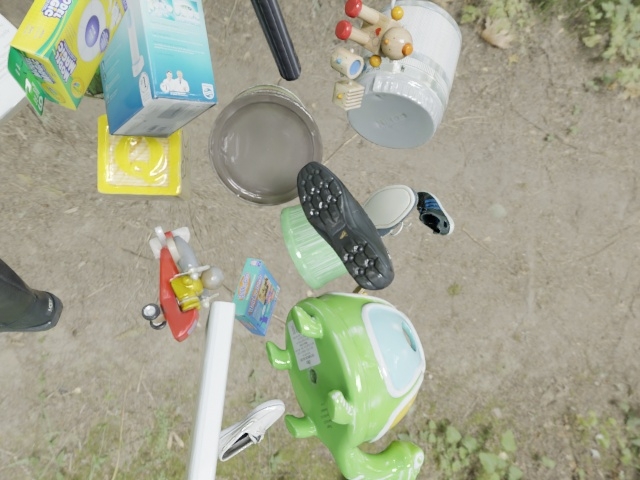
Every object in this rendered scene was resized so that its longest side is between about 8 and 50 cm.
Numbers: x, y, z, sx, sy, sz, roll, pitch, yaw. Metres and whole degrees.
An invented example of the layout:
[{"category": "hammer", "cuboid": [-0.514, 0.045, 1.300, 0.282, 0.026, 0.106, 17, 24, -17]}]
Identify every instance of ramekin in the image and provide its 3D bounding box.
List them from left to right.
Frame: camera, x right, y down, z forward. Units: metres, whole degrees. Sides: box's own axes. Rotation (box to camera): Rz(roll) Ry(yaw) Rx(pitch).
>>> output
[{"category": "ramekin", "cuboid": [0.000, 0.000, 1.663, 0.148, 0.303, 0.304, -23, 104, 14]}]

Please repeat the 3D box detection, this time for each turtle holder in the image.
[{"category": "turtle holder", "cuboid": [0.071, 0.233, 0.835, 0.227, 0.320, 0.244, -9, 133, -30]}]

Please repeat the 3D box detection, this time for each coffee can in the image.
[{"category": "coffee can", "cuboid": [-0.109, -0.204, 0.991, 0.201, 0.275, 0.202, -2, 111, -5]}]

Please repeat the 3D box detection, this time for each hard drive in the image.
[{"category": "hard drive", "cuboid": [-0.210, 0.310, 0.911, 0.047, 0.233, 0.353, 9, 69, -13]}]

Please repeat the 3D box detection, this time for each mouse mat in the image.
[{"category": "mouse mat", "cuboid": [-0.498, -0.381, 1.033, 0.007, 0.190, 0.153, -27, 112, 0]}]

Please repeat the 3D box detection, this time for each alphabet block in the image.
[{"category": "alphabet block", "cuboid": [-0.436, -0.200, 1.241, 0.193, 0.197, 0.193, -1, 89, -8]}]

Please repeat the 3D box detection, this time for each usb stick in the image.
[{"category": "usb stick", "cuboid": [-0.088, -0.389, 0.832, 0.045, 0.278, 0.077, -20, 61, 5]}]

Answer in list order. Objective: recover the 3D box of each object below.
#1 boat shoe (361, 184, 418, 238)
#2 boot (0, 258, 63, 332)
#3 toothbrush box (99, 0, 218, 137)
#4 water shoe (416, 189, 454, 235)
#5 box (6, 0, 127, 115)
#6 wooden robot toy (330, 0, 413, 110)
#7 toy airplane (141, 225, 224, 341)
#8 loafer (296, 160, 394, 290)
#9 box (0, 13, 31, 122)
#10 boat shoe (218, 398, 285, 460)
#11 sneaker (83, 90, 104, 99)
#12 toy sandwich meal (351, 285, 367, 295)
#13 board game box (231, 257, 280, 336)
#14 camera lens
[{"category": "boat shoe", "cuboid": [0.144, -0.051, 1.143, 0.079, 0.254, 0.095, -2, 63, -36]}, {"category": "boot", "cuboid": [-0.853, 0.115, 1.104, 0.366, 0.445, 0.146, -7, 71, -7]}, {"category": "toothbrush box", "cuboid": [-0.318, -0.366, 0.915, 0.126, 0.216, 0.296, -9, 87, -43]}, {"category": "water shoe", "cuboid": [0.351, -0.096, 1.594, 0.080, 0.203, 0.073, -3, 131, -33]}, {"category": "box", "cuboid": [-0.271, -0.227, 0.535, 0.043, 0.105, 0.179, 21, 73, -6]}, {"category": "wooden robot toy", "cuboid": [0.066, -0.226, 0.564, 0.076, 0.079, 0.173, -8, 132, -48]}, {"category": "toy airplane", "cuboid": [-0.487, 0.122, 1.783, 0.272, 0.386, 0.385, -3, 109, -6]}, {"category": "loafer", "cuboid": [0.037, -0.022, 0.742, 0.076, 0.078, 0.223, -37, 72, 15]}, {"category": "box", "cuboid": [-0.577, -0.260, 0.839, 0.119, 0.181, 0.181, 46, 59, -28]}, {"category": "boat shoe", "cuboid": [-0.228, 0.631, 1.632, 0.267, 0.088, 0.096, -25, 127, -18]}, {"category": "sneaker", "cuboid": [-0.481, -0.414, 1.314, 0.410, 0.182, 0.158, -10, 118, -46]}, {"category": "toy sandwich meal", "cuboid": [0.117, 0.162, 1.472, 0.029, 0.085, 0.086, 42, 84, -7]}, {"category": "board game box", "cuboid": [-0.181, 0.164, 1.390, 0.047, 0.210, 0.160, 10, 66, 15]}, {"category": "camera lens", "cuboid": [0.189, -0.375, 1.108, 0.219, 0.219, 0.275, 25, 68, -18]}]
